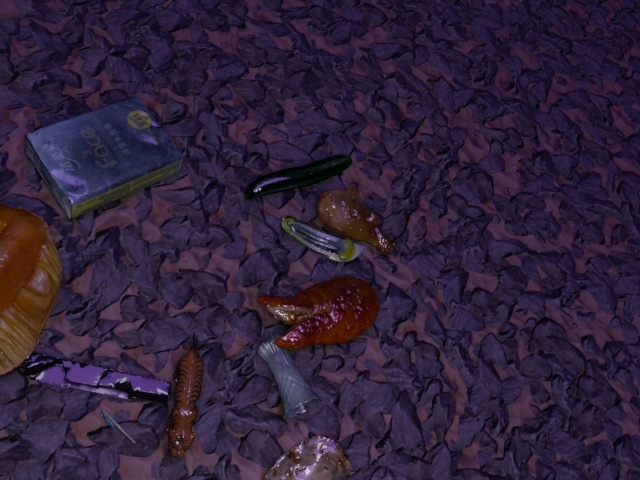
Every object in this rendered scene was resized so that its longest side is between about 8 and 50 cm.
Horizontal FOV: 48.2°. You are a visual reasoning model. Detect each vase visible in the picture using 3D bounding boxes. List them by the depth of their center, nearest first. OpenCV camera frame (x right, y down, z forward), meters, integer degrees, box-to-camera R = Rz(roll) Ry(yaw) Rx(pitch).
[{"bbox_3d":[-0.065,0.253,1.353,0.081,0.081,0.148,-17,64,-27],"label":"vase"}]

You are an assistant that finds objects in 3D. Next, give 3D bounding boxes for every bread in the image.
[{"bbox_3d":[-0.568,0.075,1.207,0.204,0.156,0.288,15,60,10],"label":"bread"},{"bbox_3d":[0.011,0.138,1.409,0.269,0.095,0.139,-5,52,-41],"label":"bread"}]

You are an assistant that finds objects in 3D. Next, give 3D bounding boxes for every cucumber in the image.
[{"bbox_3d":[-0.044,-0.144,1.600,0.284,0.056,0.056,-21,70,-27],"label":"cucumber"}]

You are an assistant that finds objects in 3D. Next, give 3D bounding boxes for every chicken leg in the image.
[{"bbox_3d":[0.084,-0.043,1.577,0.207,0.085,0.101,33,41,-10],"label":"chicken leg"}]

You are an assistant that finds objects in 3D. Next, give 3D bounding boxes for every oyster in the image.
[{"bbox_3d":[-0.026,0.421,1.281,0.177,0.056,0.105,-27,62,-31],"label":"oyster"}]

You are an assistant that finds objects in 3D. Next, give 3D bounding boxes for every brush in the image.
[{"bbox_3d":[-0.352,0.326,1.241,0.084,0.016,0.013,41,69,7],"label":"brush"}]

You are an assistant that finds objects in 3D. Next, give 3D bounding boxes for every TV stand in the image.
[{"bbox_3d":[-0.390,0.245,1.259,0.249,0.042,0.036,14,55,-12],"label":"TV stand"}]

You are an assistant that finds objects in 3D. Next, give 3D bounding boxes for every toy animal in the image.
[{"bbox_3d":[-0.234,0.268,1.266,0.057,0.099,0.241,12,59,-14],"label":"toy animal"}]

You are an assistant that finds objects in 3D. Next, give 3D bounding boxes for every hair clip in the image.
[{"bbox_3d":[0.000,0.000,1.544,0.188,0.033,0.060,25,58,-8],"label":"hair clip"}]

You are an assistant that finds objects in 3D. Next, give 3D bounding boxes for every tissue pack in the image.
[{"bbox_3d":[-0.439,-0.173,1.458,0.257,0.081,0.185,-29,74,-32],"label":"tissue pack"}]
